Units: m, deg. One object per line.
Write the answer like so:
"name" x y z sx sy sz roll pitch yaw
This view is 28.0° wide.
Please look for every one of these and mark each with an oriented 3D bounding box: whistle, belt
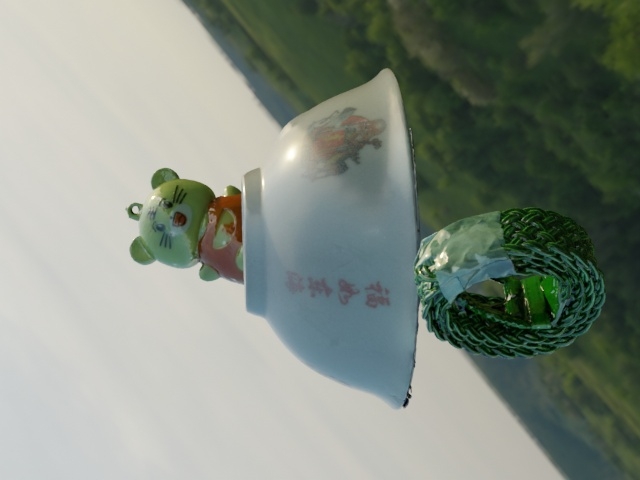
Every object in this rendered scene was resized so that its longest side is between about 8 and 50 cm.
"whistle" -0.116 -0.006 1.648 0.288 0.131 0.106 15 170 9
"belt" 0.144 0.028 1.009 0.079 0.151 0.121 -99 10 -48

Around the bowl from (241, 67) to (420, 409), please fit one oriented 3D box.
"bowl" 0.000 0.000 1.292 0.345 0.157 0.345 179 90 -85
